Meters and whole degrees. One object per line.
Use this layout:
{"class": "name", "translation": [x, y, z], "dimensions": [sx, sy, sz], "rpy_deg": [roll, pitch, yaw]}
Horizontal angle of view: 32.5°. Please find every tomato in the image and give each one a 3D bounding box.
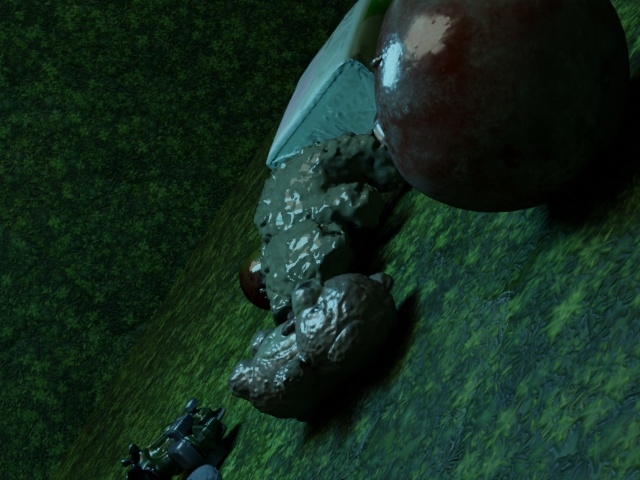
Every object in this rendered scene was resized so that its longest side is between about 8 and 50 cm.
{"class": "tomato", "translation": [0.205, -0.187, 1.278], "dimensions": [0.282, 0.317, 0.317], "rpy_deg": [3, 51, 36]}

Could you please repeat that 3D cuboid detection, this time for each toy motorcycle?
{"class": "toy motorcycle", "translation": [-0.260, 0.380, 1.989], "dimensions": [0.187, 0.125, 0.274], "rpy_deg": [-51, 9, -29]}

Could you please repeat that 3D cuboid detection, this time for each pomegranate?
{"class": "pomegranate", "translation": [-0.098, 0.073, 2.176], "dimensions": [0.129, 0.129, 0.159], "rpy_deg": [-55, 5, 1]}

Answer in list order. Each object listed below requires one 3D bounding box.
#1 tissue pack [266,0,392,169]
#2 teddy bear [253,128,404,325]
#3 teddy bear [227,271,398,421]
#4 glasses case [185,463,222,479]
{"class": "tissue pack", "translation": [0.070, -0.320, 2.394], "dimensions": [0.332, 0.205, 0.405], "rpy_deg": [-46, 14, 34]}
{"class": "teddy bear", "translation": [0.000, 0.000, 1.933], "dimensions": [0.357, 0.224, 0.368], "rpy_deg": [-40, 34, 46]}
{"class": "teddy bear", "translation": [-0.007, 0.150, 1.565], "dimensions": [0.267, 0.151, 0.236], "rpy_deg": [-51, 5, 38]}
{"class": "glasses case", "translation": [-0.249, 0.488, 1.773], "dimensions": [0.282, 0.067, 0.109], "rpy_deg": [-54, 10, -3]}
